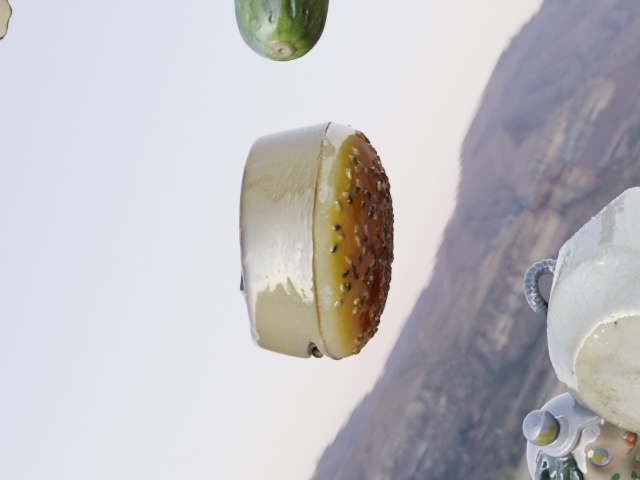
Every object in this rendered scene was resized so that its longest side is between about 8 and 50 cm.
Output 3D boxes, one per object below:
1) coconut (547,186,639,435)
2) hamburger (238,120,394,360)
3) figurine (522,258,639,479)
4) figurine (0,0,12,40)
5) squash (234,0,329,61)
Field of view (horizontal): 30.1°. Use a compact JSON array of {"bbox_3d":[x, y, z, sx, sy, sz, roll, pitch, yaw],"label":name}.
[{"bbox_3d":[0.237,0.046,0.818,0.162,0.161,0.161,-58,-9,-49],"label":"coconut"},{"bbox_3d":[0.000,0.000,1.421,0.300,0.176,0.300,2,-90,-85],"label":"hamburger"},{"bbox_3d":[0.399,0.226,1.672,0.186,0.261,0.381,-123,37,-72],"label":"figurine"},{"bbox_3d":[-0.533,-0.220,1.614,0.257,0.208,0.181,-52,18,37],"label":"figurine"},{"bbox_3d":[-0.023,-0.218,0.828,0.069,0.069,0.238,105,171,-55],"label":"squash"}]
